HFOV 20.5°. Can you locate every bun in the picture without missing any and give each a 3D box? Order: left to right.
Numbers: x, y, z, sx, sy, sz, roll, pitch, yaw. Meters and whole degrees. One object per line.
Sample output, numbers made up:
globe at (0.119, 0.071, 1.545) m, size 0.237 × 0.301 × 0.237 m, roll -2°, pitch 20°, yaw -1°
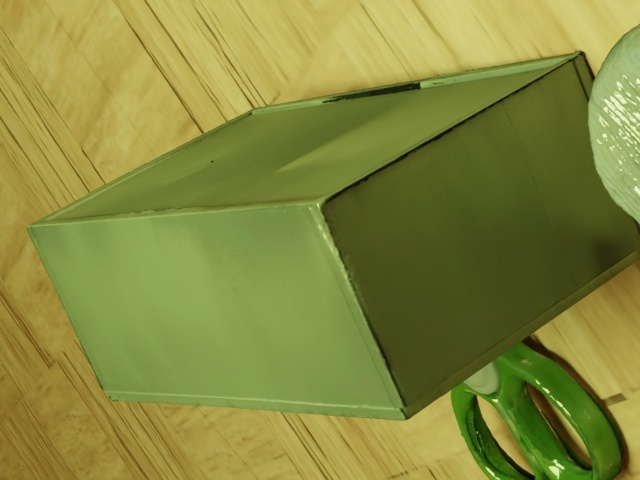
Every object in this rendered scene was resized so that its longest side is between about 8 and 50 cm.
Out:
bun at (0.120, -0.034, 0.559) m, size 0.083 × 0.045 × 0.083 m, roll 42°, pitch 151°, yaw 31°

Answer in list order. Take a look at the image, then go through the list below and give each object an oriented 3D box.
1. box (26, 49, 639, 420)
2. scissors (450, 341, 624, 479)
box at (0.000, 0.000, 0.696) m, size 0.225 × 0.129 × 0.086 m, roll -4°, pitch 112°, yaw 57°
scissors at (0.060, 0.027, 0.790) m, size 0.204 × 0.027 × 0.101 m, roll 58°, pitch 152°, yaw -3°
